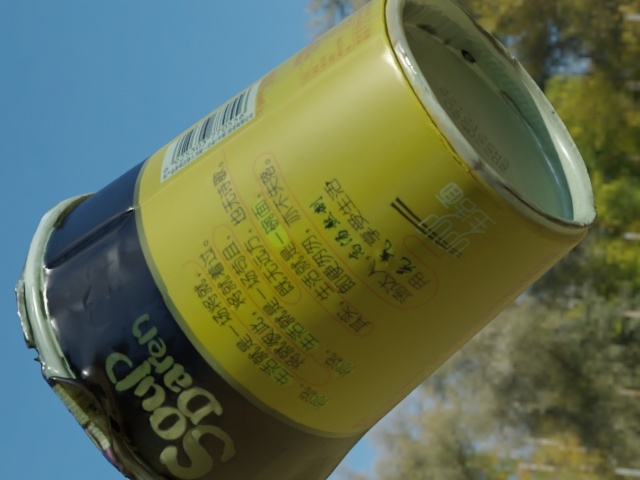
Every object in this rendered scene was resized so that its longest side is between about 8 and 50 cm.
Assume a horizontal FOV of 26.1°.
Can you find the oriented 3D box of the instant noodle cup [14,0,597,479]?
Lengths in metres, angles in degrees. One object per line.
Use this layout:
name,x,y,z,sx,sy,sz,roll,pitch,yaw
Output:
instant noodle cup,0.000,0.000,0.693,0.215,0.236,0.215,36,-150,-25
